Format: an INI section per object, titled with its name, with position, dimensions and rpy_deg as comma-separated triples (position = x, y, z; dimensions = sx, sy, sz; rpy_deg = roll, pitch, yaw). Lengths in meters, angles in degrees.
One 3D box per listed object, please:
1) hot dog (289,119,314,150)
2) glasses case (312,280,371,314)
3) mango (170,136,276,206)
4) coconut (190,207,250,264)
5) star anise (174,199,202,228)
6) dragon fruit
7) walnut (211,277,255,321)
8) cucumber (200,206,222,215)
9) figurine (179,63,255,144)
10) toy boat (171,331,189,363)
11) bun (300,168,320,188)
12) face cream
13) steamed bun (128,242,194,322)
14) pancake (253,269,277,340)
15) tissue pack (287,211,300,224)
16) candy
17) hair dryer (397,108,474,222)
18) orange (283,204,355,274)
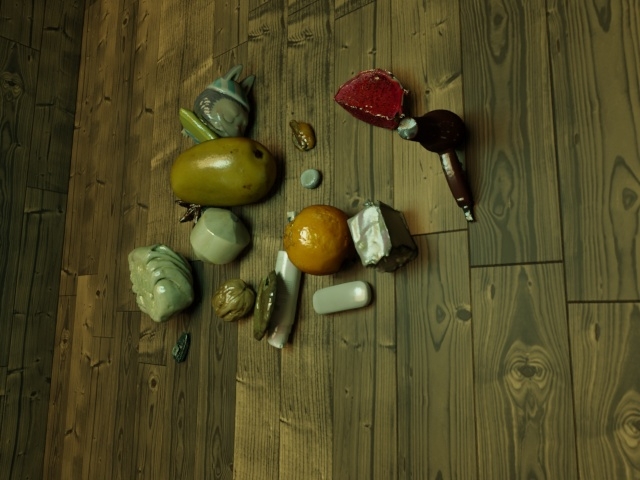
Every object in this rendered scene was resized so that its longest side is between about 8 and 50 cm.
[hot dog]
position = -0.073, -0.405, 1.884
dimensions = 0.090, 0.060, 0.140
rpy_deg = -26, 63, 30
[glasses case]
position = 0.069, 0.194, 1.663
dimensions = 0.233, 0.059, 0.092
rpy_deg = -19, 72, 36
[mango]
position = -0.391, -0.259, 1.944
dimensions = 0.446, 0.300, 0.232
rpy_deg = -10, 53, 19
[coconut]
position = -0.401, -0.023, 1.997
dimensions = 0.241, 0.241, 0.241
rpy_deg = -8, 78, 39
[star anise]
position = -0.516, -0.155, 2.206
dimensions = 0.272, 0.102, 0.271
rpy_deg = -5, 68, 13
[dragon fruit]
position = 0.199, -0.469, 1.631
dimensions = 0.274, 0.126, 0.161
rpy_deg = 28, 91, 30
[walnut]
position = -0.350, 0.240, 1.956
dimensions = 0.184, 0.155, 0.155
rpy_deg = -45, 57, 28
[cucumber]
position = -0.422, -0.184, 2.105
dimensions = 0.074, 0.074, 0.241
rpy_deg = 30, 78, 39
[figurine]
position = -0.403, -0.560, 2.144
dimensions = 0.377, 0.266, 0.361
rpy_deg = -46, 21, -13
[toy boat]
position = -0.622, 0.474, 2.209
dimensions = 0.055, 0.060, 0.141
rpy_deg = 21, 93, 42
[bun]
position = -0.035, -0.228, 1.831
dimensions = 0.083, 0.045, 0.083
rpy_deg = -7, 78, 36
[face cream]
position = -0.133, 0.213, 1.806
dimensions = 0.102, 0.102, 0.345
rpy_deg = 8, 88, 41
[steamed bun]
position = -0.688, 0.178, 2.200
dimensions = 0.352, 0.247, 0.339
rpy_deg = -6, 96, 47
[pancake]
position = -0.206, 0.227, 1.809
dimensions = 0.288, 0.033, 0.286
rpy_deg = -107, 30, -60
[tissue pack]
position = -0.094, -0.063, 1.843
dimensions = 0.042, 0.062, 0.083
rpy_deg = -8, 78, 37
[candy]
position = 0.187, -0.010, 1.517
dimensions = 0.137, 0.185, 0.195
rpy_deg = -31, 64, 28
[hair dryer]
position = 0.351, -0.200, 1.378
dimensions = 0.123, 0.313, 0.340
rpy_deg = -19, 91, 38
[orange]
position = 0.000, 0.000, 1.643
dimensions = 0.246, 0.246, 0.246
rpy_deg = -8, 78, 39
